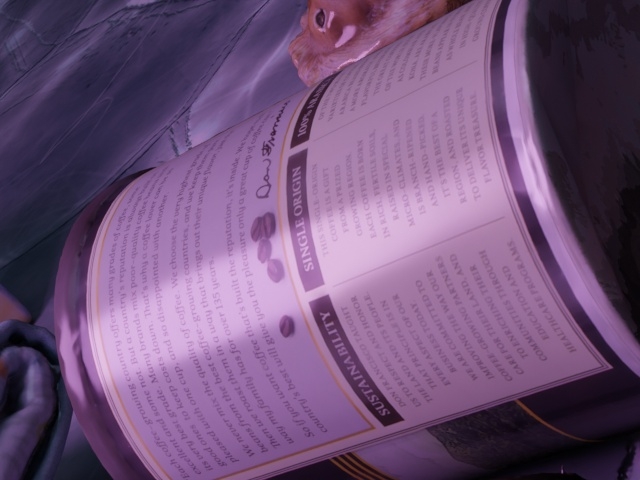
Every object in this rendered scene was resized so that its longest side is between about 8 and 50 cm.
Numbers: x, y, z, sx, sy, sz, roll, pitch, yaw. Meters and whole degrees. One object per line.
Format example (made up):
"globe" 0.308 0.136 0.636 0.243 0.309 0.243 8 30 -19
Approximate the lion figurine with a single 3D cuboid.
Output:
"lion figurine" 0.115 -0.242 1.075 0.240 0.142 0.392 -30 19 29

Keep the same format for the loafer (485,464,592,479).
"loafer" 0.038 0.155 0.628 0.220 0.080 0.078 -26 -3 37

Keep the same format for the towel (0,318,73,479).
"towel" -0.295 0.252 0.859 0.320 0.090 0.374 -40 20 44

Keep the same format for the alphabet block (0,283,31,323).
"alphabet block" -0.405 0.089 1.255 0.193 0.192 0.197 -14 37 51

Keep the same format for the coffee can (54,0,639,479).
"coffee can" 0.041 0.015 0.672 0.275 0.201 0.201 -24 31 37
